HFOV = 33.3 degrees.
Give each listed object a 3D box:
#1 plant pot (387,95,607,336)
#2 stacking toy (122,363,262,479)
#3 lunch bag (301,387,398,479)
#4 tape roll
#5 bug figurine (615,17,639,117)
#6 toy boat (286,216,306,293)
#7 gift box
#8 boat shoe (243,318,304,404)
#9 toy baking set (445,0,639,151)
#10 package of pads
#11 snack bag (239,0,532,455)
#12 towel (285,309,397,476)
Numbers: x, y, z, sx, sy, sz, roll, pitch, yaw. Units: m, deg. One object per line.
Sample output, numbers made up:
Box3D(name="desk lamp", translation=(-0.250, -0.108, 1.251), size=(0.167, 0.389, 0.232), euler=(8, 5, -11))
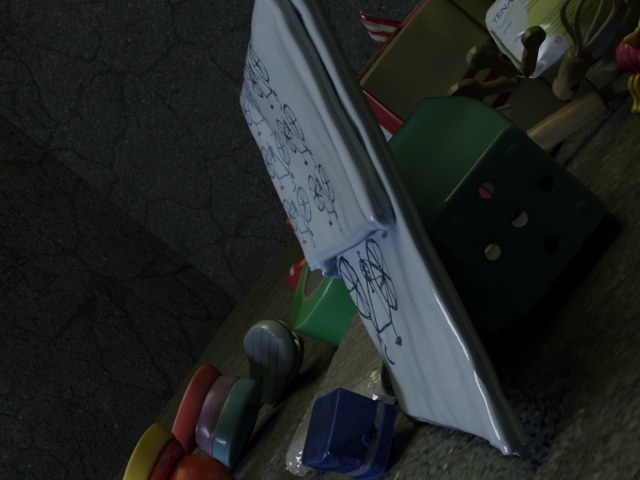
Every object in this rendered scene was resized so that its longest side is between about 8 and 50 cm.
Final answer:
Box3D(name="plant pot", translation=(0.130, -0.022, 0.914), size=(0.165, 0.166, 0.234), euler=(-51, 8, -5))
Box3D(name="stacking toy", translation=(-0.166, 0.347, 1.514), size=(0.309, 0.130, 0.279), euler=(-54, -21, -60))
Box3D(name="lunch bag", translation=(0.030, 0.171, 0.936), size=(0.098, 0.065, 0.067), euler=(138, 147, -68))
Box3D(name="tape roll", translation=(0.054, -0.010, 1.504), size=(0.321, 0.077, 0.321), euler=(-158, 90, -81))
Box3D(name="bug figurine", translation=(0.339, -0.212, 0.905), size=(0.279, 0.072, 0.216), euler=(-52, 5, -7))
Box3D(name="toy boat", translation=(0.000, 0.000, 1.980), size=(0.151, 0.151, 0.231), euler=(-47, 6, 44))
Box3D(name="gift box", translation=(0.137, -0.161, 1.265), size=(0.258, 0.276, 0.255), euler=(-52, 10, -31))
Box3D(name="boat shoe", translation=(-0.063, 0.162, 1.578), size=(0.076, 0.083, 0.226), euler=(-43, -14, -27))
Box3D(name="toy baking set", translation=(0.234, -0.161, 1.037), size=(0.256, 0.030, 0.197), euler=(-31, -32, 10))
Box3D(name="package of pads", translation=(0.327, -0.298, 1.083), size=(0.229, 0.101, 0.296), euler=(-22, -20, -46))
Box3D(name="snack bag", translation=(0.025, 0.000, 0.807), size=(0.037, 0.342, 0.323), euler=(-25, -2, -10))
Box3D(name="towel", translation=(0.063, 0.119, 1.152), size=(0.187, 0.049, 0.282), euler=(-49, 6, 39))
